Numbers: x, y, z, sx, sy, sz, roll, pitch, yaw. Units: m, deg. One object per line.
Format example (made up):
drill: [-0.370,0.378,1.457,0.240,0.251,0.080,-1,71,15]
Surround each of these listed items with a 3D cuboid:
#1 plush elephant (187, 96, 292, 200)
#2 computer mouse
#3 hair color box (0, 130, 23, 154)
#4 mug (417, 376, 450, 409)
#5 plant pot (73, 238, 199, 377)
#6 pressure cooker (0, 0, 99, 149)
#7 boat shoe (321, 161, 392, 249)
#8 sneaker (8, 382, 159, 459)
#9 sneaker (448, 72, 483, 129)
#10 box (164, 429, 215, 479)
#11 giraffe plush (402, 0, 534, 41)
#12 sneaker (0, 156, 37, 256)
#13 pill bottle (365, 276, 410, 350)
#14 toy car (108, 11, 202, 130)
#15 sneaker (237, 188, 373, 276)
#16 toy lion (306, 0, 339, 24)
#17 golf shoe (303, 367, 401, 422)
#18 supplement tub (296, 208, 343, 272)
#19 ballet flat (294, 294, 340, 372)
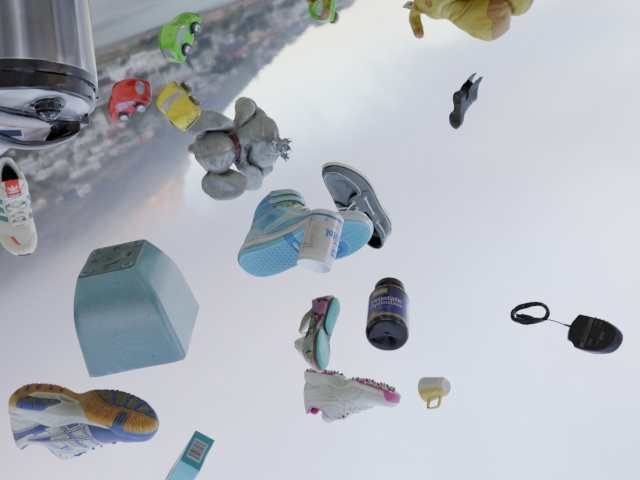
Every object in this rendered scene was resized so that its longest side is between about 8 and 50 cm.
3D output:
plush elephant: [-0.253,-0.257,2.243,0.255,0.272,0.330,-8,-167,-22]
computer mouse: [0.483,0.171,1.584,0.242,0.041,0.071,17,-101,47]
hair color box: [-0.948,-0.265,2.102,0.347,0.174,0.105,-27,175,28]
mug: [0.280,0.362,1.934,0.062,0.078,0.064,-4,167,-46]
plant pot: [-0.465,0.144,1.965,0.248,0.252,0.247,-11,-153,7]
pressure cooker: [-0.689,-0.411,1.787,0.370,0.420,0.375,-7,175,-16]
boat shoe: [0.103,-0.096,2.277,0.116,0.319,0.099,-12,-134,33]
sneaker: [-0.456,0.363,1.564,0.296,0.131,0.112,8,-163,8]
sneaker: [0.440,-0.418,2.429,0.089,0.170,0.051,-33,-124,-24]
box: [-0.358,0.605,2.128,0.244,0.060,0.100,-57,-175,44]
giraffe plush: [0.198,-0.406,1.155,0.210,0.170,0.181,2,-127,24]
sneaker: [-0.478,-0.055,1.246,0.057,0.161,0.075,-10,157,-20]
pill bottle: [0.194,0.204,2.297,0.123,0.123,0.219,-15,-151,16]
toy car: [-0.280,-0.312,1.429,0.239,0.053,0.225,14,-100,39]
sneaker: [-0.031,-0.052,1.782,0.319,0.127,0.208,-14,-137,22]
toy lion: [0.002,-0.471,1.539,0.096,0.100,0.034,23,-167,40]
golf shoe: [0.078,0.425,2.136,0.306,0.140,0.115,4,169,41]
supplement tub: [0.000,0.000,1.518,0.071,0.071,0.107,-5,-116,40]
ballet flat: [-0.012,0.200,1.709,0.079,0.077,0.221,-11,-146,20]
